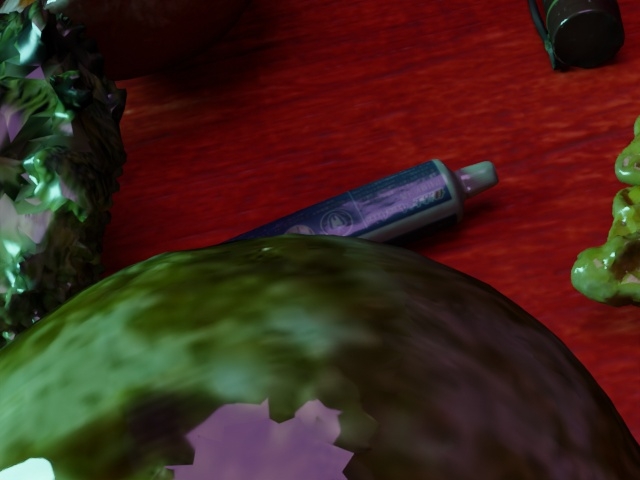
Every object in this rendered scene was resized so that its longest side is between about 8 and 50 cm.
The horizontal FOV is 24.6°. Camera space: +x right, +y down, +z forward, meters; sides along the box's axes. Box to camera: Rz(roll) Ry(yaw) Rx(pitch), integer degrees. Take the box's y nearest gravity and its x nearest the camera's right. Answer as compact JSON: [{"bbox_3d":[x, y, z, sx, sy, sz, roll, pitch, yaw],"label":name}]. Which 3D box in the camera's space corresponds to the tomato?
[{"bbox_3d":[-0.086,-0.173,0.878,0.199,0.112,0.228,-25,29,44],"label":"tomato"}]

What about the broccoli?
[{"bbox_3d":[-0.192,-0.039,0.733,0.198,0.226,0.176,-20,-3,8],"label":"broccoli"}]

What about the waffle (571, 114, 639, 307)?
[{"bbox_3d":[0.250,-0.018,0.689,0.243,0.059,0.238,16,49,31],"label":"waffle"}]

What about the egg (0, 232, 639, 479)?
[{"bbox_3d":[-0.031,0.126,0.469,0.289,0.238,0.238,-26,42,3],"label":"egg"}]

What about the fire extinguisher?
[{"bbox_3d":[0.151,-0.164,0.888,0.064,0.043,0.158,-44,28,32],"label":"fire extinguisher"}]

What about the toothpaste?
[{"bbox_3d":[0.000,0.000,0.751,0.197,0.035,0.057,-22,33,-6],"label":"toothpaste"}]
